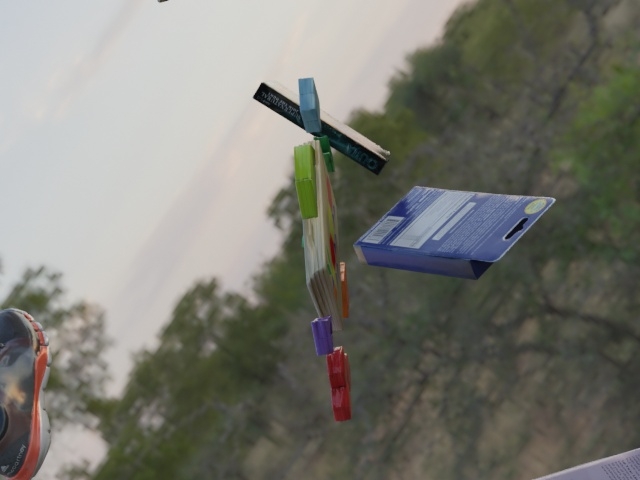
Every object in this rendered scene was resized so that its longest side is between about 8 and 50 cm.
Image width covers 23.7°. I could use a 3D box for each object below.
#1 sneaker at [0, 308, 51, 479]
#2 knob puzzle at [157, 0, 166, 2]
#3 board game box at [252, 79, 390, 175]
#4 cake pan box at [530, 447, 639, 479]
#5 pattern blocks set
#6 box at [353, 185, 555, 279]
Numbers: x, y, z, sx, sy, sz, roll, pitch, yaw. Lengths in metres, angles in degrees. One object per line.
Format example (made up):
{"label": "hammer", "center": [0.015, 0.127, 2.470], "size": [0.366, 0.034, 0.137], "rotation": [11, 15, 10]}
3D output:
{"label": "sneaker", "center": [-0.238, 0.104, 1.119], "size": [0.061, 0.064, 0.158], "rotation": [-50, 37, 26]}
{"label": "knob puzzle", "center": [-0.177, -0.323, 1.300], "size": [0.030, 0.213, 0.213], "rotation": [-21, -14, -16]}
{"label": "board game box", "center": [0.005, -0.146, 1.950], "size": [0.026, 0.186, 0.126], "rotation": [-58, -1, 9]}
{"label": "cake pan box", "center": [0.266, 0.287, 1.154], "size": [0.245, 0.267, 0.070], "rotation": [-10, -34, -41]}
{"label": "pattern blocks set", "center": [0.000, 0.000, 1.656], "size": [0.285, 0.026, 0.325], "rotation": [77, -171, -48]}
{"label": "box", "center": [0.165, -0.010, 1.838], "size": [0.225, 0.037, 0.136], "rotation": [6, 39, 46]}
